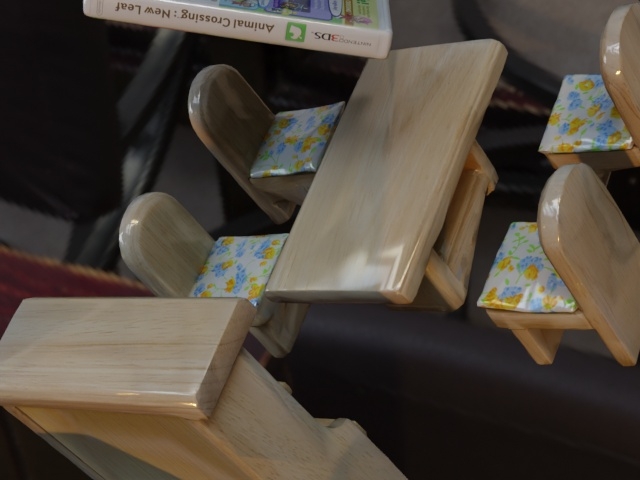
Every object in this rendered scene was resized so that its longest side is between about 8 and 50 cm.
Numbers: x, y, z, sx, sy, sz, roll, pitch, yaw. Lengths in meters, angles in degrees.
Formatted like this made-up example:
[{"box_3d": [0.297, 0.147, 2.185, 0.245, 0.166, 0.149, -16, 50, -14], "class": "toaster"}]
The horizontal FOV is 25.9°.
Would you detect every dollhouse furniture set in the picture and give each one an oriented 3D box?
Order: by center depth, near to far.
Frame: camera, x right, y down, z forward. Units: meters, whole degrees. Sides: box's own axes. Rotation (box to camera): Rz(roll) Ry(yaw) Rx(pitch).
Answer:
[{"box_3d": [0.000, 0.000, 0.910, 0.362, 0.394, 0.256, -1, 143, 37], "class": "dollhouse furniture set"}]

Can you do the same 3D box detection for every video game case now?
[{"box_3d": [-0.051, -0.183, 0.955, 0.193, 0.212, 0.023, 8, 118, -4], "class": "video game case"}]
